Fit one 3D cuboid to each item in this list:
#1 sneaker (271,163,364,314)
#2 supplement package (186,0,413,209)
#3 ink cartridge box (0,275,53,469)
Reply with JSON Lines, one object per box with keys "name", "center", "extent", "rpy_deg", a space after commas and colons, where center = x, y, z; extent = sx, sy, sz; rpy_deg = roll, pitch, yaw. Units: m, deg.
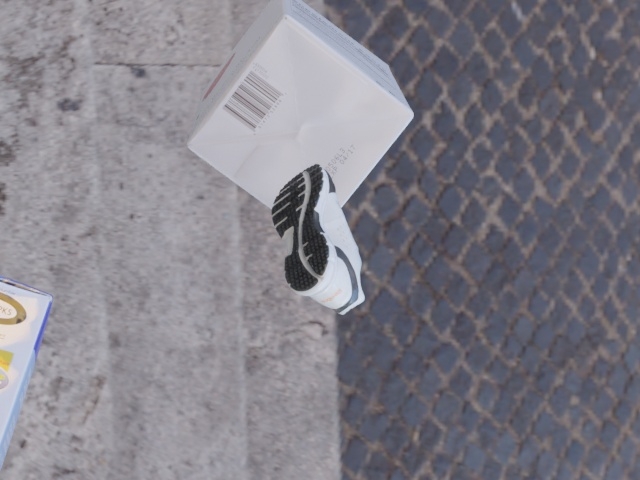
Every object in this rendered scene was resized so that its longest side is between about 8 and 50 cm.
{"name": "sneaker", "center": [0.000, 0.000, 0.680], "extent": [0.044, 0.040, 0.109], "rpy_deg": [39, 30, -34]}
{"name": "supplement package", "center": [-0.027, -0.157, 1.343], "extent": [0.175, 0.293, 0.177], "rpy_deg": [36, 103, -12]}
{"name": "ink cartridge box", "center": [-0.387, 0.141, 0.944], "extent": [0.270, 0.151, 0.395], "rpy_deg": [20, 66, -13]}
